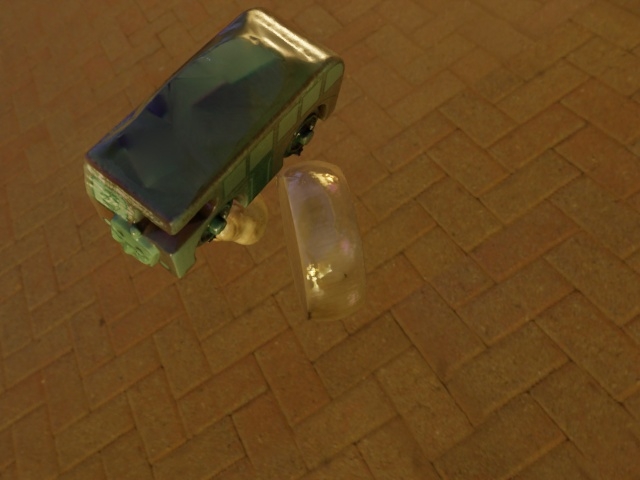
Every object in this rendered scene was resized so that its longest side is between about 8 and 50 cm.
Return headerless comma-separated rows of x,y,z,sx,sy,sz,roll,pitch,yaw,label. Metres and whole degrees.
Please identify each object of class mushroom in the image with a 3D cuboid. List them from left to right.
-0.156,-0.052,1.014,0.112,0.148,0.148,-41,48,12,mushroom

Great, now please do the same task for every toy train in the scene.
-0.099,-0.118,0.627,0.129,0.159,0.326,37,68,7,toy train

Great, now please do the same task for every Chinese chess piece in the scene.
0.000,0.000,0.925,0.097,0.251,0.251,-11,50,-6,Chinese chess piece
